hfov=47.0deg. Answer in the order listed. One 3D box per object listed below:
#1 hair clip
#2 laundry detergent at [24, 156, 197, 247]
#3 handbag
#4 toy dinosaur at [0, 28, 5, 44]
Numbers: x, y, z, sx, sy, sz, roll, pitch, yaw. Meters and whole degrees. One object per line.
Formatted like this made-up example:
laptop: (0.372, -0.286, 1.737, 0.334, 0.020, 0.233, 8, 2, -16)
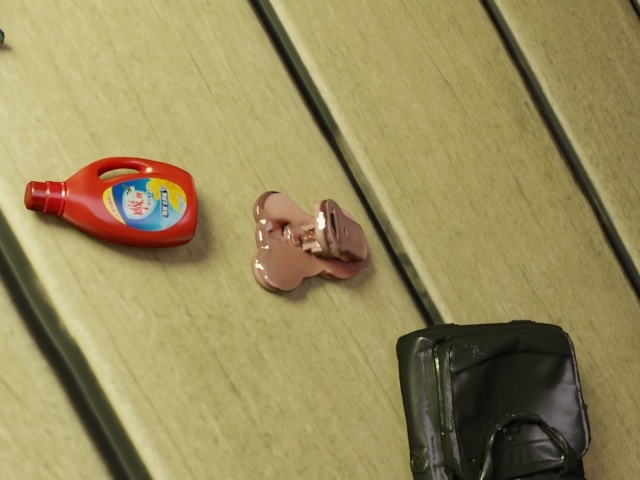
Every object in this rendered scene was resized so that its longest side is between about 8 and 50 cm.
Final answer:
hair clip: (-0.010, 0.002, 0.869, 0.138, 0.102, 0.123, 24, 58, -63)
laundry detergent: (-0.208, -0.043, 0.736, 0.165, 0.049, 0.097, 6, 63, -32)
handbag: (0.226, 0.222, 0.923, 0.275, 0.088, 0.244, 3, 76, -35)
toy dinosaur: (-0.381, -0.243, 0.672, 0.329, 0.076, 0.144, -32, 86, -40)
